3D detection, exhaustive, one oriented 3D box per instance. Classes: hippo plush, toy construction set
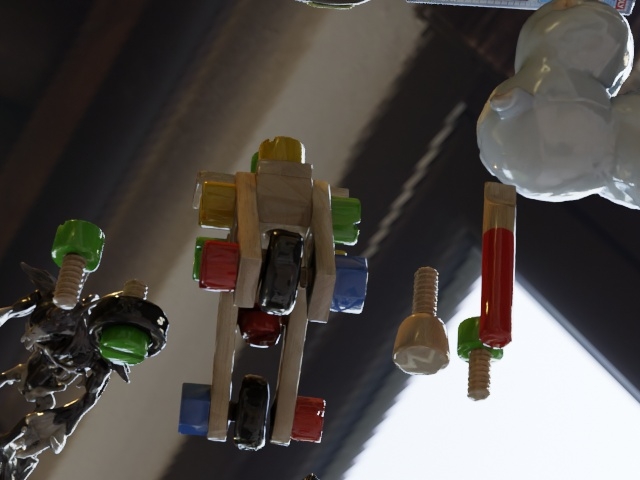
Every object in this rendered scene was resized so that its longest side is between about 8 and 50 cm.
[{"bbox_3d":[0.250,-0.070,1.440,0.234,0.237,0.294,72,-145,-65],"label":"hippo plush"},{"bbox_3d":[0.000,0.000,1.329,0.309,0.237,0.257,-6,-38,17],"label":"toy construction set"}]

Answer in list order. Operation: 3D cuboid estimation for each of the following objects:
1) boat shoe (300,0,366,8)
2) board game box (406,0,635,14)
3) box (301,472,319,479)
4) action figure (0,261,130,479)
[{"bbox_3d":[-0.056,-0.232,1.331,0.228,0.069,0.081,15,-83,-28],"label":"boat shoe"},{"bbox_3d":[0.187,-0.270,1.546,0.194,0.194,0.060,14,-41,4],"label":"board game box"},{"bbox_3d":[-0.058,0.326,1.667,0.077,0.180,0.147,47,-59,-7],"label":"box"},{"bbox_3d":[-0.288,0.138,1.703,0.275,0.164,0.141,-55,-13,31],"label":"action figure"}]
